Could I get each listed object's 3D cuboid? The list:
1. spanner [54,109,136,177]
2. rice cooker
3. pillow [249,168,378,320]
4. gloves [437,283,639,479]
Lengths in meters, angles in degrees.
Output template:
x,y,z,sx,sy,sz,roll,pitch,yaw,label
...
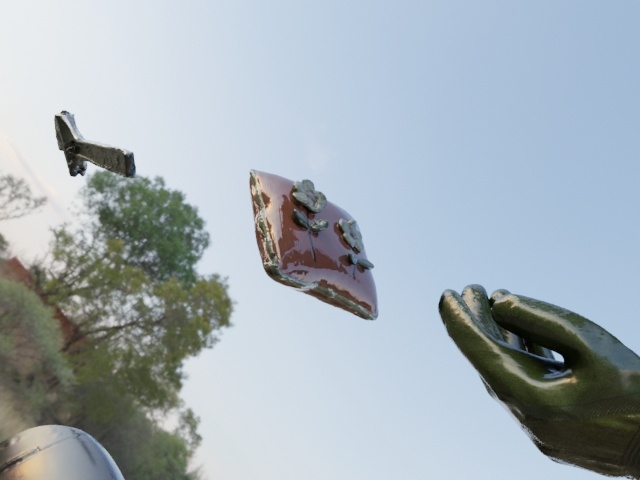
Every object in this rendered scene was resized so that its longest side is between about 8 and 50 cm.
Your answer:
x,y,z,sx,sy,sz,roll,pitch,yaw,label
-0.287,-0.114,0.661,0.325,0.026,0.093,19,-62,50,spanner
-0.226,0.259,0.452,0.203,0.142,0.118,44,-34,35,rice cooker
0.000,0.000,0.618,0.179,0.171,0.075,28,-55,-38,pillow
0.203,0.119,0.410,0.268,0.107,0.135,36,-31,33,gloves
